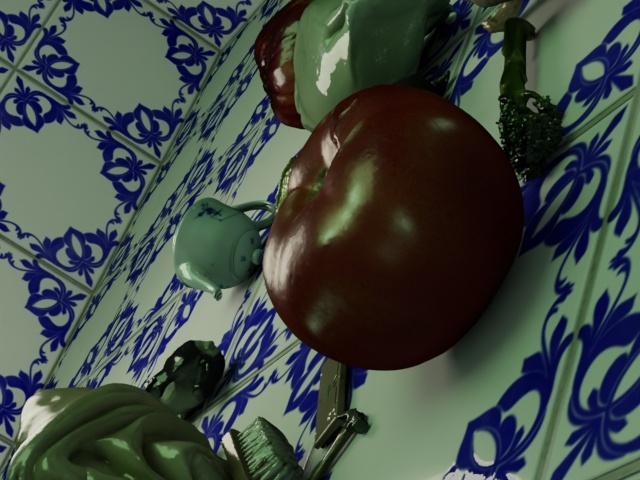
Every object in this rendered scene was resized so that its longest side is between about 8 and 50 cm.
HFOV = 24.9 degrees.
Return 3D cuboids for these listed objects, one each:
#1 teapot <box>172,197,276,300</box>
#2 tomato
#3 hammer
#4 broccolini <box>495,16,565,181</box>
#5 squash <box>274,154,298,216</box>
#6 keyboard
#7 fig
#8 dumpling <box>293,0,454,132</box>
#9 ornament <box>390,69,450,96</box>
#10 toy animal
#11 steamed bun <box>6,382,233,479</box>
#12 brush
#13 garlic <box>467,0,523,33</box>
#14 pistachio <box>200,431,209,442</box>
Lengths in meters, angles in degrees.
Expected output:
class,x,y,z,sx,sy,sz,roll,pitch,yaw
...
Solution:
class,x,y,z,sx,sy,sz,roll,pitch,yaw
teapot,-0.155,0.012,2.440,0.159,0.159,0.232,-38,13,53
tomato,0.076,-0.003,1.471,0.298,0.226,0.298,-49,23,30
hammer,-0.006,0.260,1.598,0.182,0.017,0.062,-56,13,8
broccolini,0.242,-0.186,1.677,0.392,0.074,0.079,-77,-17,-57
squash,0.020,-0.009,1.917,0.085,0.192,0.184,-22,-25,-29
keyboard,0.016,0.179,1.703,0.055,0.017,0.166,-55,13,25
fig,-0.005,-0.319,2.495,0.263,0.224,0.224,-58,14,4
dumpling,0.063,-0.297,2.208,0.270,0.212,0.320,-56,24,-10
ornament,0.081,-0.132,2.033,0.251,0.106,0.260,-47,12,27
toy animal,-0.224,0.236,2.232,0.225,0.094,0.121,-57,1,41
steamed bun,-0.198,0.302,1.670,0.219,0.310,0.324,-27,14,6
brush,-0.046,0.277,1.559,0.065,0.070,0.327,-47,22,7
garlic,0.235,-0.360,1.862,0.253,0.245,0.245,87,-163,-45
pistachio,-0.211,0.315,2.013,0.149,0.113,0.113,116,175,-45
